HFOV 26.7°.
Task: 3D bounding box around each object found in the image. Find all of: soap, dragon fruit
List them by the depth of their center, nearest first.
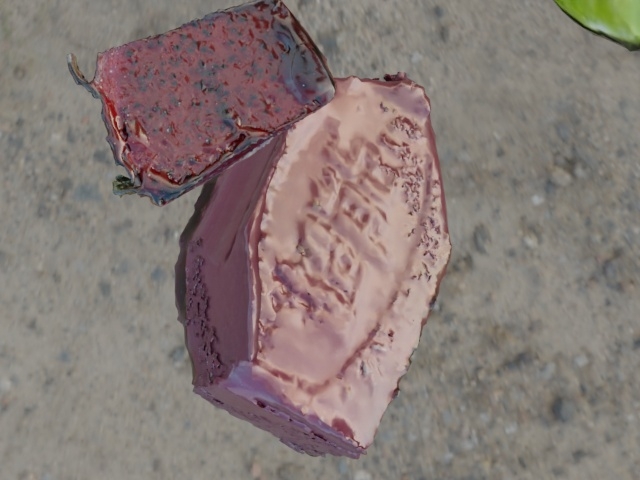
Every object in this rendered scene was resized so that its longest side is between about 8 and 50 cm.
[{"bbox_3d":[-0.073,-0.088,0.824,0.147,0.096,0.102,-23,99,-10],"label":"dragon fruit"},{"bbox_3d":[0.000,0.000,1.022,0.182,0.289,0.112,35,154,-24],"label":"soap"}]

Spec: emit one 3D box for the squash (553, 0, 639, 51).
[{"bbox_3d":[0.193,-0.215,0.526,0.233,0.210,0.309,10,93,34],"label":"squash"}]
